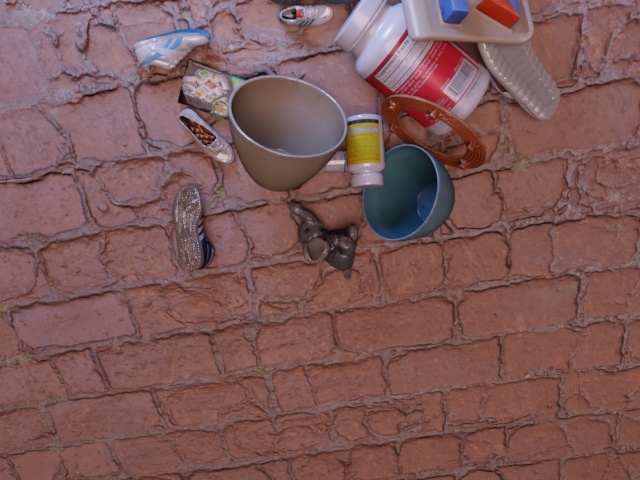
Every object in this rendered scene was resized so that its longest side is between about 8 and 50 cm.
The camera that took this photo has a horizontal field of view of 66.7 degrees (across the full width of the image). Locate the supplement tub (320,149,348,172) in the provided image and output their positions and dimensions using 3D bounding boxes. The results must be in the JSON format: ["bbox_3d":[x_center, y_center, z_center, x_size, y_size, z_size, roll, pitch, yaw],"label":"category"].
[{"bbox_3d":[0.036,-0.250,1.541,0.107,0.071,0.071,-2,112,1],"label":"supplement tub"}]

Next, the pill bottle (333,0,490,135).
[{"bbox_3d":[0.248,-0.499,1.356,0.408,0.229,0.229,34,108,-13],"label":"pill bottle"}]

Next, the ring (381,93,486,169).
[{"bbox_3d":[0.313,-0.298,1.392,0.337,0.336,0.032,35,83,-14],"label":"ring"}]

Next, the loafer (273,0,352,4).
[{"bbox_3d":[-0.010,-0.712,1.345,0.268,0.084,0.096,-4,136,-3],"label":"loafer"}]

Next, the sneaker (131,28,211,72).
[{"bbox_3d":[-0.421,-0.553,1.408,0.229,0.087,0.092,-9,119,10],"label":"sneaker"}]

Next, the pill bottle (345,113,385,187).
[{"bbox_3d":[0.136,-0.267,1.474,0.119,0.119,0.208,-3,89,0],"label":"pill bottle"}]

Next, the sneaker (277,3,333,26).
[{"bbox_3d":[-0.043,-0.636,1.377,0.161,0.075,0.057,-3,113,1],"label":"sneaker"}]

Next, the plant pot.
[{"bbox_3d":[0.301,-0.131,1.510,0.196,0.290,0.290,10,116,-41],"label":"plant pot"}]

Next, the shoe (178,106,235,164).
[{"bbox_3d":[-0.356,-0.317,1.513,0.076,0.058,0.219,-40,107,14],"label":"shoe"}]

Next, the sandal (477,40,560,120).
[{"bbox_3d":[0.551,-0.500,1.420,0.416,0.102,0.169,43,76,-26],"label":"sandal"}]

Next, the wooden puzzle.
[{"bbox_3d":[0.375,-0.667,1.248,0.348,0.080,0.321,-6,80,-14],"label":"wooden puzzle"}]

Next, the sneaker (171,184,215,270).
[{"bbox_3d":[-0.419,-0.035,1.620,0.099,0.153,0.282,-5,82,4],"label":"sneaker"}]

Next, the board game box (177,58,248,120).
[{"bbox_3d":[-0.291,-0.440,1.481,0.260,0.030,0.136,19,109,-8],"label":"board game box"}]

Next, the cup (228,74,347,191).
[{"bbox_3d":[-0.111,-0.281,1.422,0.331,0.331,0.237,13,142,-6],"label":"cup"}]

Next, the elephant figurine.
[{"bbox_3d":[0.000,0.000,1.619,0.240,0.185,0.169,10,156,6],"label":"elephant figurine"}]
